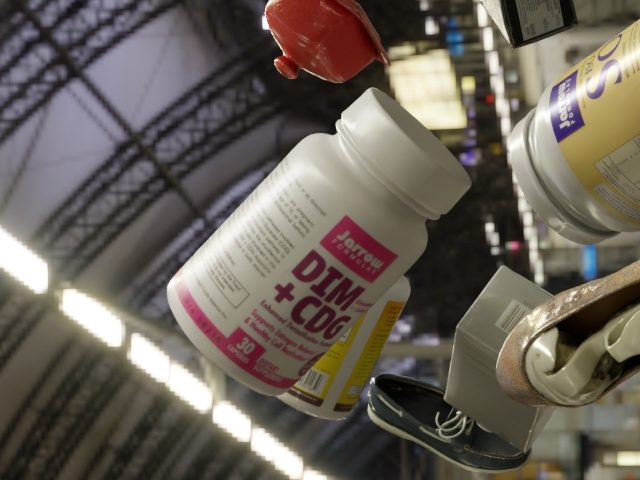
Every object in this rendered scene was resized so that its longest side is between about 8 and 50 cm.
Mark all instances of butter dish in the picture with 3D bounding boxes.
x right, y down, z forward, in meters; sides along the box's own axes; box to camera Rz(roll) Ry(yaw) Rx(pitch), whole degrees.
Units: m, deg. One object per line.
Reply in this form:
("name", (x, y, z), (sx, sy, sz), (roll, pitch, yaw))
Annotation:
("butter dish", (-0.011, -0.254, 1.927), (0.118, 0.160, 0.160), (-50, -25, -3))

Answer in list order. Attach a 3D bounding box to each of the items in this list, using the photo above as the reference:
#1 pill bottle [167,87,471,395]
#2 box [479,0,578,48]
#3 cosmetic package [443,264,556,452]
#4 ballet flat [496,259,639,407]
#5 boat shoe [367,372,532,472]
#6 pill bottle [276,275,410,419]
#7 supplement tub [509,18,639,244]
("pill bottle", (0.000, 0.000, 1.477), (0.160, 0.283, 0.160), (40, -166, -12))
("box", (0.161, -0.385, 1.575), (0.242, 0.076, 0.307), (-113, 2, -50))
("cosmetic package", (0.225, 0.144, 1.798), (0.107, 0.127, 0.238), (-52, -15, -19))
("ballet flat", (0.268, 0.089, 1.443), (0.107, 0.316, 0.106), (44, -142, -5))
("boat shoe", (0.189, 0.260, 2.252), (0.095, 0.254, 0.079), (-54, -21, -33))
("pill bottle", (0.024, 0.083, 1.717), (0.215, 0.117, 0.117), (-64, -6, 12))
("supplement tub", (0.435, -0.156, 2.019), (0.241, 0.331, 0.241), (24, -131, -31))
